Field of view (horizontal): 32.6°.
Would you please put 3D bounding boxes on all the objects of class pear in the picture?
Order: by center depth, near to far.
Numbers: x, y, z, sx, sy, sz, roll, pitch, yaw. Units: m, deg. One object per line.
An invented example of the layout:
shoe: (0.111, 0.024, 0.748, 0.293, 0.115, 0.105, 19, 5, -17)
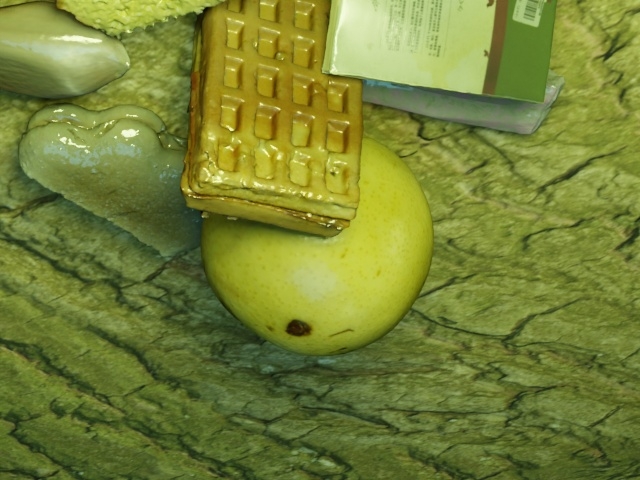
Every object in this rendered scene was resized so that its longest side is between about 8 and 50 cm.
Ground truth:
pear: (0.000, 0.000, 1.575, 0.348, 0.348, 0.348, -1, 140, -1)

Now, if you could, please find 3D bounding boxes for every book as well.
book: (0.157, -0.286, 1.376, 0.289, 0.201, 0.026, 8, -178, -10)

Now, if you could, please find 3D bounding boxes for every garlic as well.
garlic: (-0.406, -0.255, 1.425, 0.318, 0.112, 0.143, 2, 162, -8)

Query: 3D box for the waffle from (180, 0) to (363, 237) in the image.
waffle: (-0.057, -0.172, 1.373, 0.224, 0.328, 0.098, 11, 146, -16)

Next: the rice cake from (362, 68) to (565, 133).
rice cake: (0.188, -0.219, 1.545, 0.298, 0.050, 0.106, 9, 138, -13)

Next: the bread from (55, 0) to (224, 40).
bread: (-0.191, -0.347, 1.312, 0.260, 0.134, 0.129, -10, 150, 17)

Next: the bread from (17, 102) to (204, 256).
bread: (-0.273, -0.101, 1.624, 0.183, 0.102, 0.337, -31, 133, 30)
